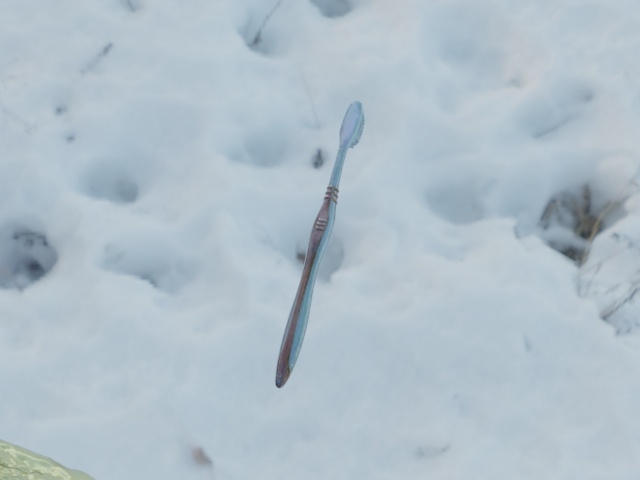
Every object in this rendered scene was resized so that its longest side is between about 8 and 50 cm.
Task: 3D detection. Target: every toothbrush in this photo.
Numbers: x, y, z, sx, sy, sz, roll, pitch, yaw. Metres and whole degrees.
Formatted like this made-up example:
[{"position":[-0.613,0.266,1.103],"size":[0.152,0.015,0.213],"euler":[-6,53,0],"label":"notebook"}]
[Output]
[{"position":[0.000,0.000,0.695],"size":[0.013,0.019,0.193],"euler":[10,71,18],"label":"toothbrush"}]

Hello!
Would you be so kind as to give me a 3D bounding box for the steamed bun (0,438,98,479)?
[{"position":[-0.251,0.251,0.724],"size":[0.273,0.232,0.166],"euler":[25,19,-18],"label":"steamed bun"}]
